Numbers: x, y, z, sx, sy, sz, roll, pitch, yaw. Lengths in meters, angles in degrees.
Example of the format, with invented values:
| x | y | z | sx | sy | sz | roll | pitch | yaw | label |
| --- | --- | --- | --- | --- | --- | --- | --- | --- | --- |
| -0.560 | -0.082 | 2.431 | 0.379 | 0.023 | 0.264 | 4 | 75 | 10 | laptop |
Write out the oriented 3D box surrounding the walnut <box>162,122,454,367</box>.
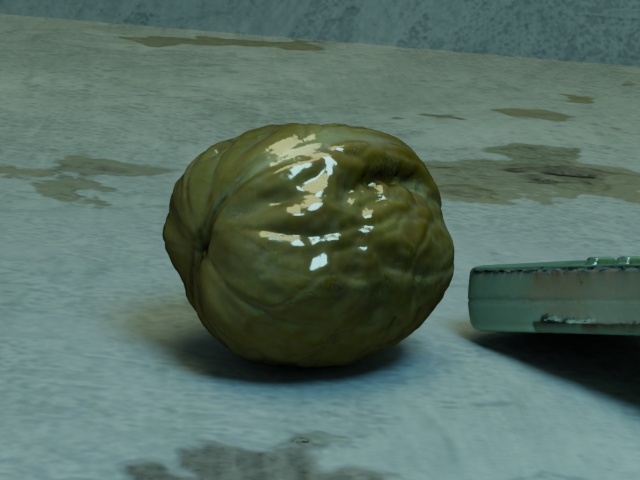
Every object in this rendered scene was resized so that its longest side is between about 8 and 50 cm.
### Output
| x | y | z | sx | sy | sz | roll | pitch | yaw | label |
| --- | --- | --- | --- | --- | --- | --- | --- | --- | --- |
| 0.000 | 0.000 | 0.963 | 0.184 | 0.155 | 0.155 | -4 | 17 | -42 | walnut |

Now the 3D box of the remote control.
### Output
| x | y | z | sx | sy | sz | roll | pitch | yaw | label |
| --- | --- | --- | --- | --- | --- | --- | --- | --- | --- |
| 0.243 | 0.033 | 0.943 | 0.145 | 0.050 | 0.344 | 0 | -1 | -36 | remote control |
